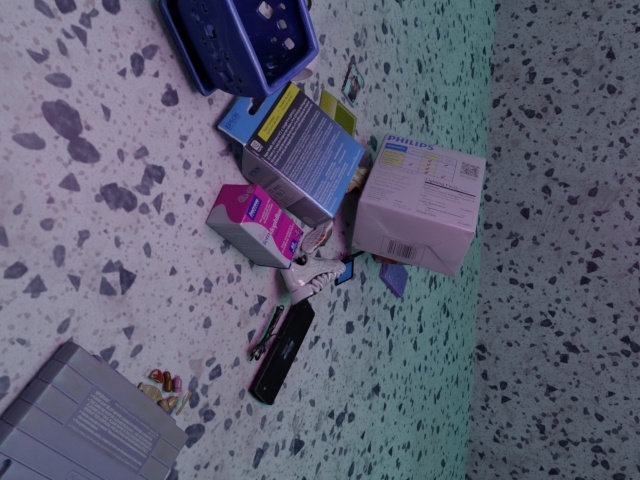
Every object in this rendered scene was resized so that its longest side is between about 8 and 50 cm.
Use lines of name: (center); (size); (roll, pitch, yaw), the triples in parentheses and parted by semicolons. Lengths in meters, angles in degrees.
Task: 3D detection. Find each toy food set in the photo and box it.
toy food set: (-0.328, 0.313, 1.027); (0.122, 0.019, 0.078); (57, 47, -33)

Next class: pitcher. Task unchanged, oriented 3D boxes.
pitcher: (-0.060, -0.521, 1.264); (0.177, 0.125, 0.207); (11, 73, -72)

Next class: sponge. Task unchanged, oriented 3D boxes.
sponge: (0.301, 0.140, 1.974); (0.210, 0.031, 0.117); (48, 55, -49)

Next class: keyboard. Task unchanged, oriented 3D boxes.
keyboard: (-0.113, 0.280, 1.347); (0.317, 0.033, 0.202); (-63, 146, -33)

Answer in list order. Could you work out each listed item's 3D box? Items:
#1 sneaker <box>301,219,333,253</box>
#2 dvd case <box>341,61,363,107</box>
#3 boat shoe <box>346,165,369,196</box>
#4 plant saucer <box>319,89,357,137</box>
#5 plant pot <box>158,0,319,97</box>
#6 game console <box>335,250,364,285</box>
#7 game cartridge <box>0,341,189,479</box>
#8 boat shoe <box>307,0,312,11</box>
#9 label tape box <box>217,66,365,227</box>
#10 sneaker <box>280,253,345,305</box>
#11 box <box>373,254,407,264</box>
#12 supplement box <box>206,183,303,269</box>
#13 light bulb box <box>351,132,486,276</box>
sneaker: (0.000, 0.000, 1.464); (0.158, 0.061, 0.065); (-50, 140, -41)
dvd case: (0.107, -0.514, 1.607); (0.087, 0.013, 0.120); (43, 57, -51)
boat shoe: (0.070, -0.189, 1.507); (0.302, 0.109, 0.098); (2, 91, -63)
plant saucer: (0.056, -0.346, 1.519); (0.188, 0.045, 0.188); (22, 75, -57)
plant pot: (-0.170, -0.438, 1.000); (0.236, 0.212, 0.236); (-56, 137, -39)
game console: (0.104, 0.089, 1.627); (0.122, 0.107, 0.071); (-20, 82, -56)
game cartridge: (-0.403, 0.369, 0.879); (0.230, 0.068, 0.355); (-64, 141, -37)
boat shoe: (-0.073, -0.655, 1.280); (0.135, 0.045, 0.050); (39, 69, -57)
label tape box: (-0.077, -0.236, 1.234); (0.347, 0.115, 0.249); (37, 59, -19)
sneaker: (-0.017, 0.086, 1.409); (0.118, 0.110, 0.292); (57, 25, 4)
box: (0.320, 0.006, 1.776); (0.123, 0.256, 0.128); (-60, 141, -39)
supplement box: (-0.152, -0.030, 1.173); (0.220, 0.113, 0.111); (46, 57, -48)
light bulb box: (0.324, -0.126, 1.597); (0.225, 0.357, 0.361); (97, 14, -49)
